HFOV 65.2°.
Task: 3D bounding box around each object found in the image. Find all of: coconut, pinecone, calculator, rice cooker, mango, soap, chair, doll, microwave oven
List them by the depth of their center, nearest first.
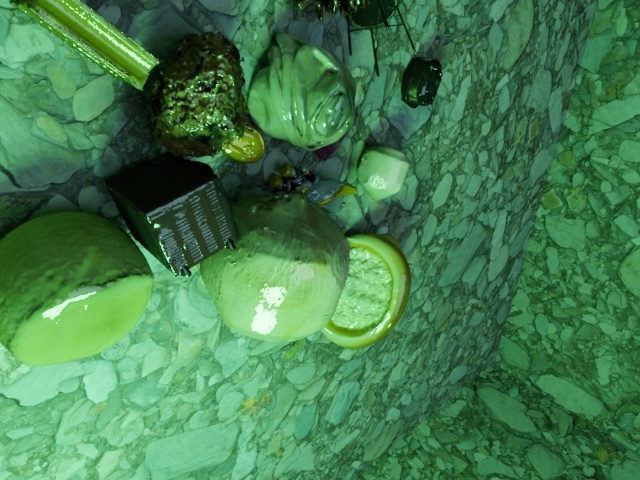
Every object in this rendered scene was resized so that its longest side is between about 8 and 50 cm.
[{"bbox_3d":[-0.423,-0.378,0.914,0.076,0.135,0.233,-57,140,-2],"label":"soap"},{"bbox_3d":[-0.315,-0.066,1.091,0.188,0.247,0.178,-32,130,-28],"label":"microwave oven"},{"bbox_3d":[0.031,-0.629,1.201,0.213,0.185,0.168,-22,155,-13],"label":"pinecone"},{"bbox_3d":[-0.211,-0.255,1.270,0.188,0.066,0.101,23,104,-45],"label":"mango"},{"bbox_3d":[-0.115,0.038,1.313,0.405,0.405,0.404,-25,130,-34],"label":"coconut"},{"bbox_3d":[0.150,-0.635,1.357,0.160,0.170,0.325,14,59,-45],"label":"chair"},{"bbox_3d":[0.040,-0.344,1.499,0.190,0.034,0.127,-55,139,-7],"label":"calculator"},{"bbox_3d":[-0.016,-0.147,1.514,0.316,0.103,0.145,23,100,-45],"label":"doll"},{"bbox_3d":[0.332,-0.517,1.641,0.112,0.107,0.165,13,93,-53],"label":"rice cooker"},{"bbox_3d":[0.198,-0.221,1.645,0.171,0.171,0.182,12,103,-49],"label":"coconut"}]

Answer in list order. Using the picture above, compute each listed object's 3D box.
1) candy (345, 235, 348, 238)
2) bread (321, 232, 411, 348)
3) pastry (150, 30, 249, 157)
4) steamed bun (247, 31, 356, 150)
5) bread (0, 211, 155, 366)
[{"bbox_3d":[0.000,0.000,1.651,0.195,0.062,0.097,18,100,-51],"label":"candy"},{"bbox_3d":[0.144,0.173,1.817,0.245,0.329,0.423,-72,-178,-77],"label":"bread"},{"bbox_3d":[-0.238,-0.298,1.065,0.275,0.193,0.274,22,90,-86],"label":"pastry"},{"bbox_3d":[-0.026,-0.362,1.284,0.280,0.207,0.267,9,107,-47],"label":"steamed bun"},{"bbox_3d":[-0.519,0.095,1.045,0.321,0.237,0.320,-29,146,-22],"label":"bread"}]
